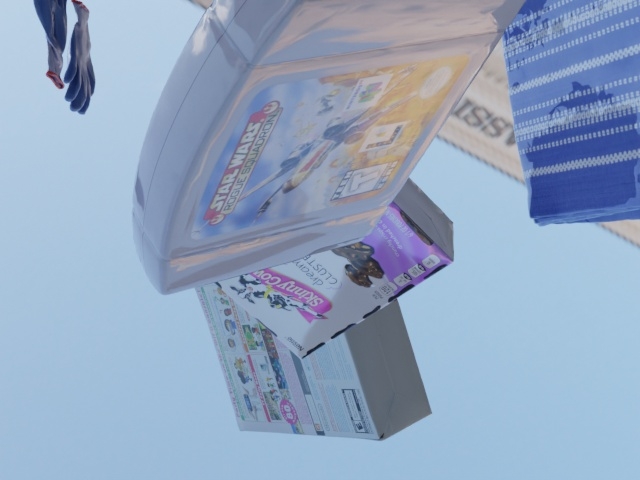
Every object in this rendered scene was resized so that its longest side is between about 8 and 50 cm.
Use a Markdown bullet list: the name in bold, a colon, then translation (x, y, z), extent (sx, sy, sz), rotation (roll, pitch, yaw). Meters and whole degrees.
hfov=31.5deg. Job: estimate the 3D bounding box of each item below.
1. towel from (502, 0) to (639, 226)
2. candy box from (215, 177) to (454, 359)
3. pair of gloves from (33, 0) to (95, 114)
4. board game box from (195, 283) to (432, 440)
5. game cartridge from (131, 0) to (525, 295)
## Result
- **towel**: translation (0.204, -0.179, 0.870), extent (0.040, 0.243, 0.336), rotation (-8, -90, -18)
- **candy box**: translation (0.000, 0.000, 1.071), extent (0.165, 0.196, 0.070), rotation (43, -150, -22)
- **pair of gloves**: translation (-0.327, -0.256, 1.446), extent (0.198, 0.023, 0.159), rotation (58, -152, -75)
- **board game box**: translation (-0.020, 0.127, 1.419), extent (0.097, 0.303, 0.224), rotation (-21, -82, -36)
- **game cartridge**: translation (-0.008, -0.073, 0.692), extent (0.198, 0.297, 0.062), rotation (-19, -115, -35)
